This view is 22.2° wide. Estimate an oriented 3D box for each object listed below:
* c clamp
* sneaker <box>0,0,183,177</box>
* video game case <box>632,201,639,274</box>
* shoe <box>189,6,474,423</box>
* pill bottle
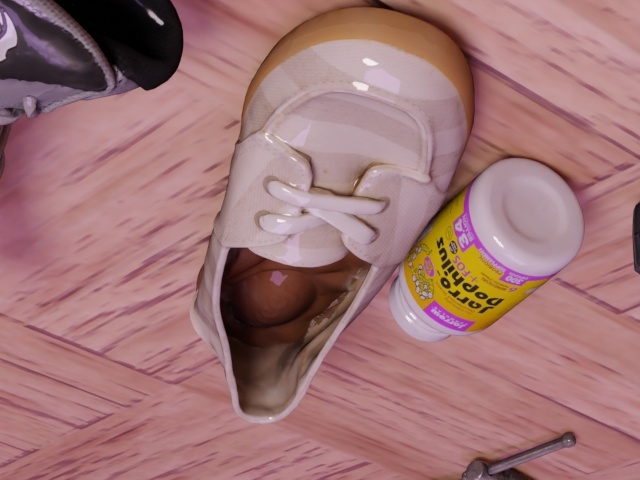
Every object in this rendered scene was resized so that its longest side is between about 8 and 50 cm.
[{"bbox_3d":[0.114,0.149,0.845,0.137,0.022,0.160,-19,142,36],"label":"c clamp"},{"bbox_3d":[-0.102,-0.036,0.497,0.132,0.086,0.229,-1,149,7],"label":"sneaker"},{"bbox_3d":[0.289,-0.003,0.537,0.248,0.035,0.275,24,146,-30],"label":"video game case"},{"bbox_3d":[0.000,0.000,0.564,0.076,0.058,0.219,10,150,-9],"label":"shoe"},{"bbox_3d":[0.056,0.007,0.583,0.043,0.043,0.083,16,149,-18],"label":"pill bottle"}]
